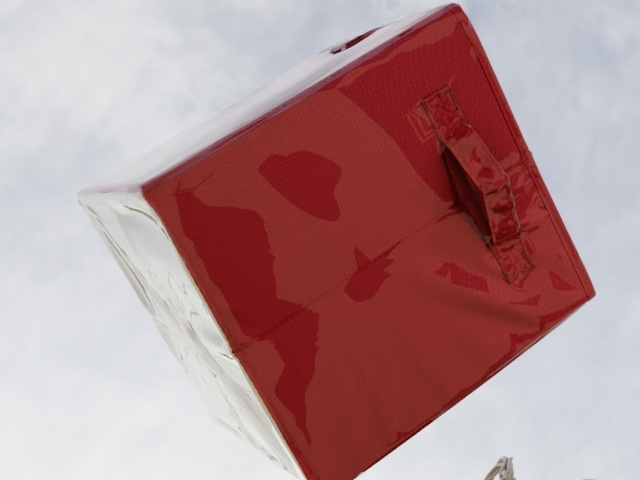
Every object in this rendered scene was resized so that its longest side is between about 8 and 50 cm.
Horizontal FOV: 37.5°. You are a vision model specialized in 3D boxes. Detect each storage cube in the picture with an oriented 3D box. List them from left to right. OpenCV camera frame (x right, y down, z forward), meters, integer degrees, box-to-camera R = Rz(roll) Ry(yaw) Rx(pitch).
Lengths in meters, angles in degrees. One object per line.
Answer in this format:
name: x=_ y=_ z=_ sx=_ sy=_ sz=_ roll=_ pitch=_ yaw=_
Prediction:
storage cube: x=0.000 y=0.000 z=0.545 sx=0.193 sy=0.215 sz=0.184 roll=-33 pitch=-75 yaw=-18

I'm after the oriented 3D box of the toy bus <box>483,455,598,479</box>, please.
toy bus: x=0.148 y=0.248 z=0.619 sx=0.104 sy=0.191 sz=0.202 roll=35 pitch=-112 yaw=-1
